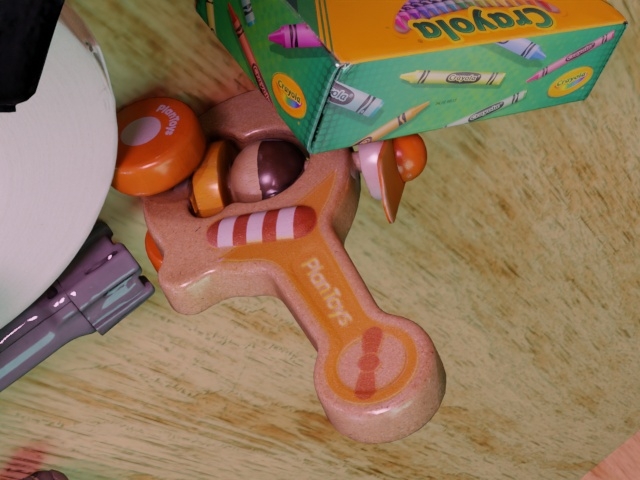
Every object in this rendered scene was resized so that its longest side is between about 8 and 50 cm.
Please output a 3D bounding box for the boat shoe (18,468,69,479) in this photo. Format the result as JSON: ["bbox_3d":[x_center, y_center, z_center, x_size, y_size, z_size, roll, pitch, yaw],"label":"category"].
[{"bbox_3d":[-0.365,0.368,1.209,0.130,0.132,0.355,10,125,-52],"label":"boat shoe"}]

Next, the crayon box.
[{"bbox_3d":[0.070,-0.166,0.898,0.279,0.165,0.081,-14,142,-34],"label":"crayon box"}]

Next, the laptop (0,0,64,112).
[{"bbox_3d":[-0.244,-0.269,0.338,0.382,0.407,0.236,-4,167,-39],"label":"laptop"}]

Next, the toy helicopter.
[{"bbox_3d":[0.000,0.000,0.867,0.235,0.355,0.140,-27,135,-7],"label":"toy helicopter"}]

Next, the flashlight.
[{"bbox_3d":[-0.278,0.102,0.982,0.304,0.103,0.103,-37,145,-9],"label":"flashlight"}]

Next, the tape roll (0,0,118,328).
[{"bbox_3d":[-0.318,-0.033,0.774,0.392,0.072,0.392,-26,147,-19],"label":"tape roll"}]
